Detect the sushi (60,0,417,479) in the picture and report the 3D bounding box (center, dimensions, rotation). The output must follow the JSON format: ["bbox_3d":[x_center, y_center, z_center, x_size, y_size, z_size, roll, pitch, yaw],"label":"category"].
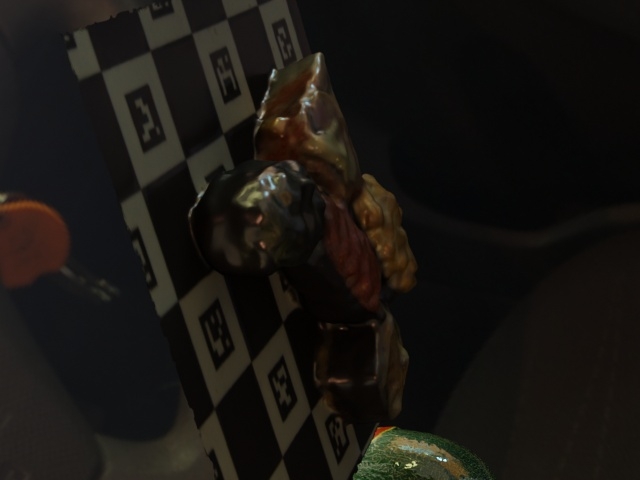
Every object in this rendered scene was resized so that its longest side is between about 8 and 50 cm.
[{"bbox_3d":[0.000,0.000,0.761,0.064,0.343,0.359,-12,14,20],"label":"sushi"}]

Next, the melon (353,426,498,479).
[{"bbox_3d":[0.077,0.288,1.256,0.287,0.182,0.182,-3,54,35],"label":"melon"}]
